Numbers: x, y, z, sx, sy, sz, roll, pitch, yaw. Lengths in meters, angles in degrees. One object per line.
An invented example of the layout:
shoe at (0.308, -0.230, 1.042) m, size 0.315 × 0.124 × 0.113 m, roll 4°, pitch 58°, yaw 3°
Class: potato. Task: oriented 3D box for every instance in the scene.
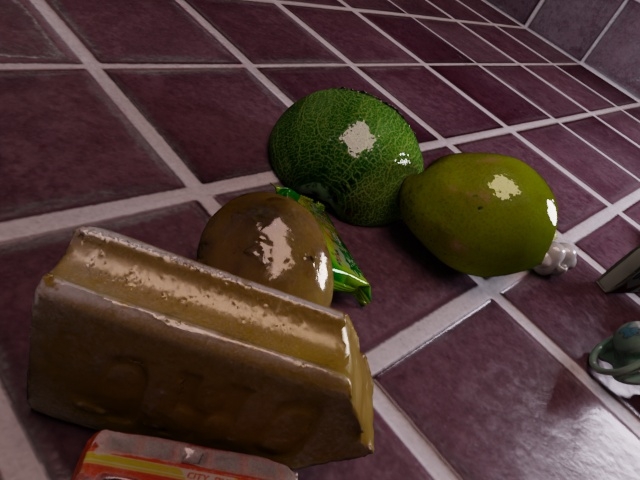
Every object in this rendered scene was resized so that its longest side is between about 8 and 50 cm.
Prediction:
potato at (-0.057, 0.025, 0.550) m, size 0.137 × 0.137 × 0.176 m, roll -2°, pitch 48°, yaw -33°

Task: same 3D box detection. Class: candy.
candy at (0.001, -0.001, 0.665) m, size 0.102 × 0.032 × 0.178 m, roll 31°, pitch 24°, yaw -46°

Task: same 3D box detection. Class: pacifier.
pacifier at (0.437, 0.175, 0.719) m, size 0.150 × 0.126 × 0.117 m, roll -66°, pitch 134°, yaw -79°

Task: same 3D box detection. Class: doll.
doll at (0.364, -0.007, 0.899) m, size 0.106 × 0.062 × 0.162 m, roll 1°, pitch 45°, yaw -24°

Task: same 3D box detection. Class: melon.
melon at (0.043, -0.130, 0.798) m, size 0.265 × 0.129 × 0.169 m, roll 29°, pitch 40°, yaw 1°

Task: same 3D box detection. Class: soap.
soap at (-0.080, 0.102, 0.415) m, size 0.257 × 0.160 × 0.080 m, roll 20°, pitch 39°, yaw -9°

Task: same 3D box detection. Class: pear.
pear at (0.221, -0.045, 0.767) m, size 0.219 × 0.187 × 0.187 m, roll 20°, pitch 37°, yaw 5°

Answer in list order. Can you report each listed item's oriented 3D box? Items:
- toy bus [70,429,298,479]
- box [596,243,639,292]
toy bus at (-0.092, 0.190, 0.378) m, size 0.174 × 0.079 × 0.077 m, roll 16°, pitch 29°, yaw -15°
box at (0.579, 0.049, 0.922) m, size 0.177 × 0.115 × 0.036 m, roll 2°, pitch 50°, yaw -29°
